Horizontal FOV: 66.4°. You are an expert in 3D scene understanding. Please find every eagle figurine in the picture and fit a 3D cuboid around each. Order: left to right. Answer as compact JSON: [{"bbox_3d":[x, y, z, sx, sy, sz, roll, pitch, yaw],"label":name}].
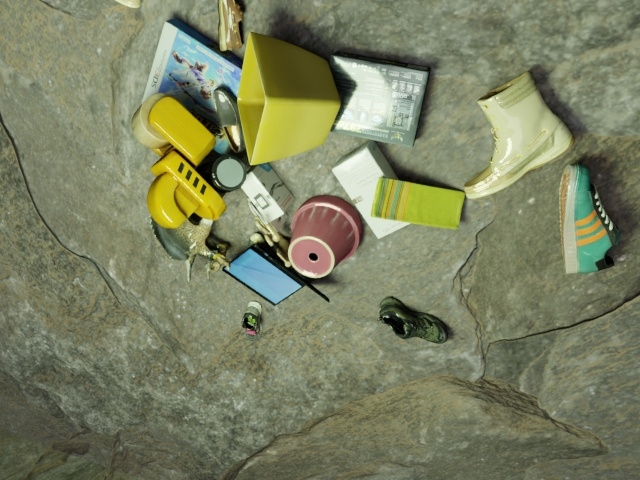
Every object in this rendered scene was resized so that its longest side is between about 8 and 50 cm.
[{"bbox_3d":[-0.395,-0.039,1.461,0.298,0.225,0.226,41,146,-21],"label":"eagle figurine"}]

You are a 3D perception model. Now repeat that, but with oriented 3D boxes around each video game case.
[{"bbox_3d":[-0.315,-0.396,1.287,0.269,0.061,0.244,32,126,-2],"label":"video game case"}]

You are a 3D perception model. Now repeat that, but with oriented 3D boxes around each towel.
[{"bbox_3d":[0.247,-0.091,1.228,0.236,0.021,0.102,8,102,-12],"label":"towel"}]

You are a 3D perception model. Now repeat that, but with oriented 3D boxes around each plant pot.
[{"bbox_3d":[-0.073,-0.320,1.130,0.187,0.212,0.212,-4,151,-20],"label":"plant pot"},{"bbox_3d":[0.000,0.000,1.347,0.201,0.180,0.202,9,122,14],"label":"plant pot"}]

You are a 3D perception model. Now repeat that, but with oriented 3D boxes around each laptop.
[{"bbox_3d":[-0.140,0.130,1.463,0.234,0.264,0.137,38,86,-28],"label":"laptop"}]

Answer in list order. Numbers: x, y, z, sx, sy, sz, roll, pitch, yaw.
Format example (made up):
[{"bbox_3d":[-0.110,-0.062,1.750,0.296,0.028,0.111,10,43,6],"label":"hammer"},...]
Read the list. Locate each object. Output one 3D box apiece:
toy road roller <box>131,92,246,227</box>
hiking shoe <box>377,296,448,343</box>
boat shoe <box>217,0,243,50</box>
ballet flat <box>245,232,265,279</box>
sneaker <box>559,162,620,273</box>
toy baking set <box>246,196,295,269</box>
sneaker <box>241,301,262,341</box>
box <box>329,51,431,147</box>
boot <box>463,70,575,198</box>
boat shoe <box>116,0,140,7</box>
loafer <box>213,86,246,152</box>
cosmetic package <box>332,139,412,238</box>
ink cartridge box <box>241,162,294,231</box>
[{"bbox_3d":[-0.373,-0.178,1.244,0.329,0.241,0.202,47,159,-22],"label":"toy road roller"},{"bbox_3d":[0.270,0.264,1.454,0.226,0.114,0.086,25,126,3],"label":"hiking shoe"},{"bbox_3d":[-0.214,-0.545,1.166,0.060,0.064,0.178,-4,126,-14],"label":"boat shoe"},{"bbox_3d":[-0.207,0.052,1.531,0.057,0.049,0.173,19,125,7],"label":"ballet flat"},{"bbox_3d":[0.631,-0.051,1.146,0.120,0.108,0.302,-6,126,21],"label":"sneaker"},{"bbox_3d":[-0.136,-0.027,1.388,0.030,0.256,0.197,-34,129,2],"label":"toy baking set"},{"bbox_3d":[-0.239,0.292,1.674,0.063,0.075,0.171,15,124,10],"label":"sneaker"},{"bbox_3d":[0.129,-0.336,1.169,0.232,0.059,0.184,13,123,11],"label":"box"},{"bbox_3d":[0.404,-0.231,1.114,0.261,0.095,0.203,-33,106,30],"label":"boot"},{"bbox_3d":[-0.511,-0.646,1.200,0.170,0.063,0.059,39,131,-6],"label":"boat shoe"},{"bbox_3d":[-0.228,-0.303,1.241,0.062,0.061,0.170,-13,120,22],"label":"loafer"},{"bbox_3d":[0.144,-0.131,1.275,0.117,0.085,0.231,-27,107,30],"label":"cosmetic package"},{"bbox_3d":[-0.139,-0.126,1.365,0.060,0.104,0.180,-29,108,29],"label":"ink cartridge box"}]
